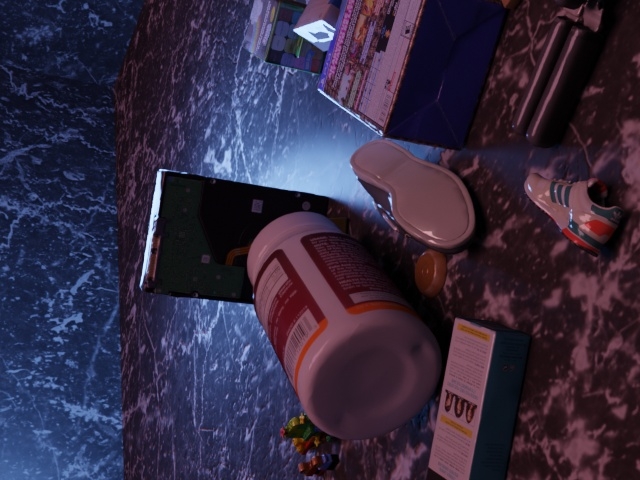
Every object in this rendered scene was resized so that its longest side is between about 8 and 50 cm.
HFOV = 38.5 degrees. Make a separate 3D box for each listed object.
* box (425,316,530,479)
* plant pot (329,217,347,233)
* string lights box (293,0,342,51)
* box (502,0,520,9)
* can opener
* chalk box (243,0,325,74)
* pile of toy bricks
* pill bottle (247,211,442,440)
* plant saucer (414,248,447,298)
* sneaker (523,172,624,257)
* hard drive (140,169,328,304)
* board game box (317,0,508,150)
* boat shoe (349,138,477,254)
[{"bbox_3d":[0.209,0.233,1.232,0.100,0.060,0.244,-162,81,-65],"label":"box"},{"bbox_3d":[0.000,0.000,1.743,0.081,0.081,0.083,-178,86,-65],"label":"plant pot"},{"bbox_3d":[0.063,-0.475,1.644,0.259,0.077,0.133,-62,23,-8],"label":"string lights box"},{"bbox_3d":[0.301,-0.455,1.292,0.201,0.021,0.164,126,144,-47],"label":"box"},{"bbox_3d":[0.304,-0.255,1.152,0.074,0.093,0.280,-123,42,-54],"label":"can opener"},{"bbox_3d":[-0.061,-0.436,1.943,0.213,0.132,0.132,46,123,59],"label":"chalk box"},{"bbox_3d":[-0.020,0.337,1.645,0.118,0.105,0.212,-106,34,-42],"label":"pile of toy bricks"},{"bbox_3d":[0.018,0.119,1.488,0.392,0.224,0.224,-124,48,-57],"label":"pill bottle"},{"bbox_3d":[0.168,0.049,1.433,0.083,0.015,0.083,-172,90,-66],"label":"plant saucer"},{"bbox_3d":[0.312,-0.050,1.119,0.075,0.057,0.161,-53,32,18],"label":"sneaker"},{"bbox_3d":[-0.164,0.002,1.782,0.064,0.339,0.236,-166,83,-65],"label":"hard drive"},{"bbox_3d":[0.135,-0.301,1.460,0.291,0.141,0.232,-131,53,-59],"label":"board game box"},{"bbox_3d":[0.154,-0.057,1.441,0.319,0.116,0.099,47,169,51],"label":"boat shoe"}]
